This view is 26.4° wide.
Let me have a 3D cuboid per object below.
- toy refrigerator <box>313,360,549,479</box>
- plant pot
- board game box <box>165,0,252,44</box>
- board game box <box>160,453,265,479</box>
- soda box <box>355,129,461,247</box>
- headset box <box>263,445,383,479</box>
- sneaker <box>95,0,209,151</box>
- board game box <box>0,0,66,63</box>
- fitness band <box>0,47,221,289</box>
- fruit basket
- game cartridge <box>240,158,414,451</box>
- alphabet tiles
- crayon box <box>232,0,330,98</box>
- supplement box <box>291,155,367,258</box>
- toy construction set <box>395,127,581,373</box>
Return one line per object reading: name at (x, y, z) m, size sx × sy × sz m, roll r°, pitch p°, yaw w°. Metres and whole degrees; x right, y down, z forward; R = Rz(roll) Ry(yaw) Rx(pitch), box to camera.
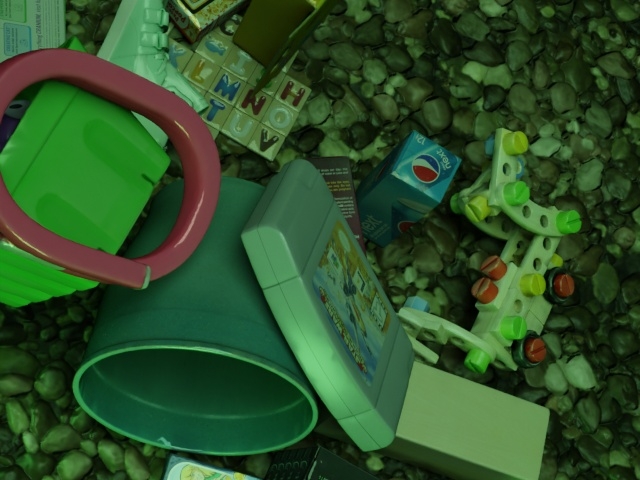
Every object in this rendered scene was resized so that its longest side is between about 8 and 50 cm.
toy refrigerator at (0.137, 0.223, 1.685) m, size 0.269 × 0.094 × 0.102 m, roll 20°, pitch 63°, yaw -11°
plant pot at (-0.128, 0.076, 1.568) m, size 0.272 × 0.271 × 0.255 m, roll 14°, pitch 57°, yaw -13°
board game box at (-0.172, -0.372, 1.771) m, size 0.147 × 0.045 × 0.193 m, roll -39°, pitch 87°, yaw -26°
board game box at (-0.141, 0.364, 1.592) m, size 0.136 × 0.035 × 0.201 m, roll 17°, pitch 72°, yaw -12°
soda box at (0.096, -0.059, 1.684) m, size 0.071 × 0.210 × 0.067 m, roll 30°, pitch 69°, yaw -7°
headset box at (0.023, 0.398, 1.557) m, size 0.246 × 0.131 × 0.283 m, roll 31°, pitch 68°, yaw -17°
sneaker at (-0.189, -0.229, 1.683) m, size 0.151 × 0.094 × 0.256 m, roll 26°, pitch 90°, yaw -2°
board game box at (-0.463, -0.318, 1.621) m, size 0.316 × 0.064 × 0.242 m, roll 6°, pitch 73°, yaw -32°
fitness band at (-0.220, -0.069, 1.339) m, size 0.291 × 0.054 × 0.209 m, roll 23°, pitch 76°, yaw -40°
fruit basket at (-0.401, -0.085, 1.459) m, size 0.392 × 0.392 × 0.283 m, roll 31°, pitch 69°, yaw -7°
game cartridge at (0.016, 0.075, 1.508) m, size 0.062 × 0.198 × 0.297 m, roll -22°, pitch 111°, yaw 18°
alphabet tiles at (-0.139, -0.208, 1.763) m, size 0.237 × 0.009 × 0.198 m, roll 30°, pitch 69°, yaw -7°
crayon box at (0.000, -0.344, 1.731) m, size 0.081 × 0.202 × 0.318 m, roll 39°, pitch 65°, yaw -3°
supplement box at (0.000, 0.000, 1.696) m, size 0.081 × 0.104 × 0.188 m, roll -5°, pitch 77°, yaw -19°
toy construction set at (0.209, 0.041, 1.723) m, size 0.215 × 0.151 × 0.327 m, roll 45°, pitch 74°, yaw -28°
